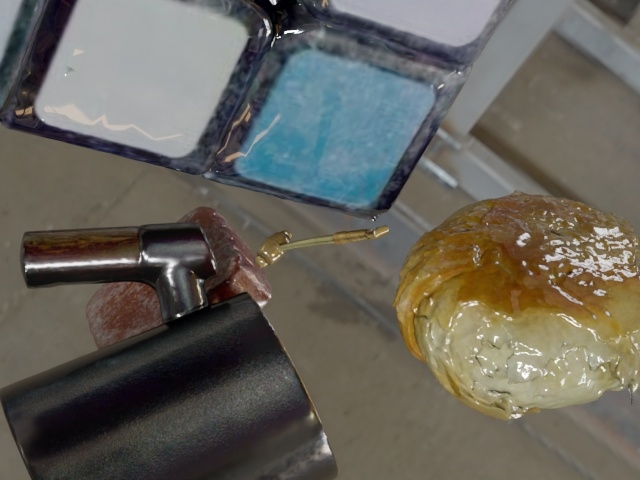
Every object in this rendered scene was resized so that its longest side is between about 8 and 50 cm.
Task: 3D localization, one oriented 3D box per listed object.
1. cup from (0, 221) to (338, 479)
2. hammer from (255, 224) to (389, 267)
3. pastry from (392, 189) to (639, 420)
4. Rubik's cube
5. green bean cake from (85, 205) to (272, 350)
[{"bbox_3d":[-0.110,0.102,0.963,0.177,0.166,0.239,-26,109,-8],"label":"cup"},{"bbox_3d":[0.000,0.000,0.788,0.014,0.123,0.029,50,65,-16],"label":"hammer"},{"bbox_3d":[0.116,0.033,0.813,0.153,0.081,0.153,2,46,-2],"label":"pastry"},{"bbox_3d":[-0.073,-0.272,0.788,0.359,0.363,0.362,16,31,-23],"label":"Rubik's cube"},{"bbox_3d":[-0.106,0.049,1.106,0.056,0.136,0.135,48,2,-31],"label":"green bean cake"}]
